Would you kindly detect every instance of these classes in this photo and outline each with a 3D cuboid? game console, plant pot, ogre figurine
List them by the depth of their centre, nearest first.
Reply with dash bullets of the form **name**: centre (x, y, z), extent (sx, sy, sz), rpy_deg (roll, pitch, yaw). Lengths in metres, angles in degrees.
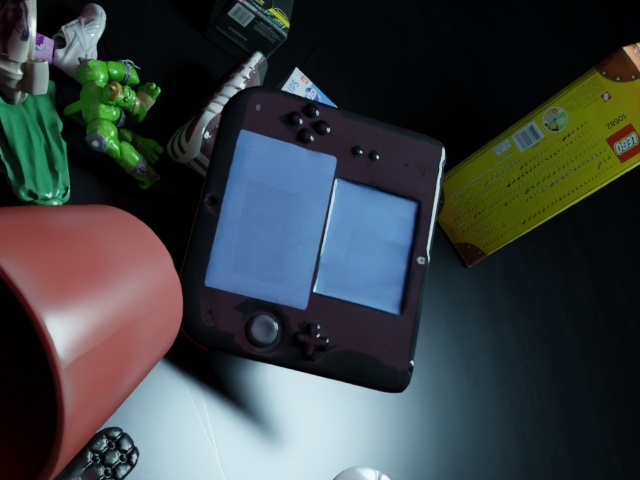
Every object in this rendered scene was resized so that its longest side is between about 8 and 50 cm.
- **plant pot**: centre (-0.283, 0.083, 0.792), extent (0.275, 0.275, 0.243), rpy_deg (56, 27, 2)
- **ogre figurine**: centre (-0.284, -0.175, 1.111), extent (0.118, 0.096, 0.197), rpy_deg (19, 71, -58)
- **game console**: centre (-0.005, -0.008, 1.114), extent (0.341, 0.060, 0.387), rpy_deg (14, 73, -8)

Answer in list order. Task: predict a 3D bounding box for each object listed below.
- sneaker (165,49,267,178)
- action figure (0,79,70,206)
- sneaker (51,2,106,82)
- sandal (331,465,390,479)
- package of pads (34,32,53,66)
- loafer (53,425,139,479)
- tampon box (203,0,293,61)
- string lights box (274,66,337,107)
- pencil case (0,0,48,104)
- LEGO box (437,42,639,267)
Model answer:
- **sneaker**: centre (-0.126, -0.175, 1.287), extent (0.162, 0.106, 0.281), rpy_deg (46, 47, -20)
- **action figure**: centre (-0.367, -0.115, 0.993), extent (0.137, 0.063, 0.232), rpy_deg (2, 57, -49)
- **sneaker**: centre (-0.353, -0.300, 1.161), extent (0.061, 0.053, 0.152), rpy_deg (24, 46, -30)
- **sandal**: centre (0.009, 0.408, 0.996), extent (0.102, 0.076, 0.265), rpy_deg (30, 62, -8)
- **package of pads**: centre (-0.411, -0.269, 1.091), extent (0.083, 0.032, 0.050), rpy_deg (20, 50, -37)
- **loafer**: centre (-0.271, 0.264, 0.788), extent (0.076, 0.078, 0.223), rpy_deg (52, 33, 3)
- **tampon box**: centre (-0.128, -0.419, 1.457), extent (0.120, 0.101, 0.161), rpy_deg (32, 42, -28)
- **string lights box**: centre (0.008, -0.171, 1.432), extent (0.259, 0.076, 0.133), rpy_deg (42, 40, -15)
- **pencil case**: centre (-0.497, -0.250, 0.828), extent (0.410, 0.160, 0.184), rpy_deg (7, 49, -33)
- **LEGO box**: centre (0.509, -0.183, 1.637), extent (0.372, 0.500, 0.193), rpy_deg (-24, 80, -52)
